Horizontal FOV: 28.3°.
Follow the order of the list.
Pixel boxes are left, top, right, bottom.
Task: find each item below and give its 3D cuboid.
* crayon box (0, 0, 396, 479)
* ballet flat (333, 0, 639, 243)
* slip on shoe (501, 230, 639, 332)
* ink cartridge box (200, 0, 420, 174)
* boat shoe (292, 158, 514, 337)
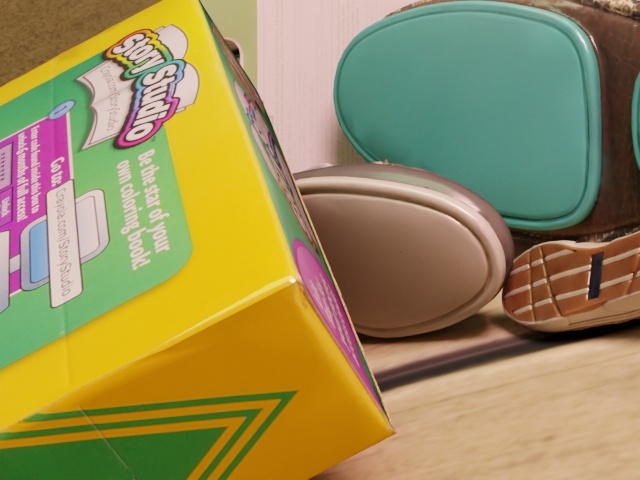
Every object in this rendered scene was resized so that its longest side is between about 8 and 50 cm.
[{"bbox_3d":[-0.158,0.034,0.659,0.313,0.106,0.363,-27,31,3],"label":"crayon box"},{"bbox_3d":[0.212,-0.074,0.758,0.182,0.164,0.483,-5,8,-35],"label":"ballet flat"},{"bbox_3d":[0.148,0.023,0.656,0.135,0.041,0.051,-22,51,55],"label":"slip on shoe"},{"bbox_3d":[0.000,-0.111,0.952,0.235,0.171,0.056,-2,6,-23],"label":"ink cartridge box"},{"bbox_3d":[0.000,0.000,0.811,0.335,0.112,0.095,-11,21,48],"label":"boat shoe"}]
